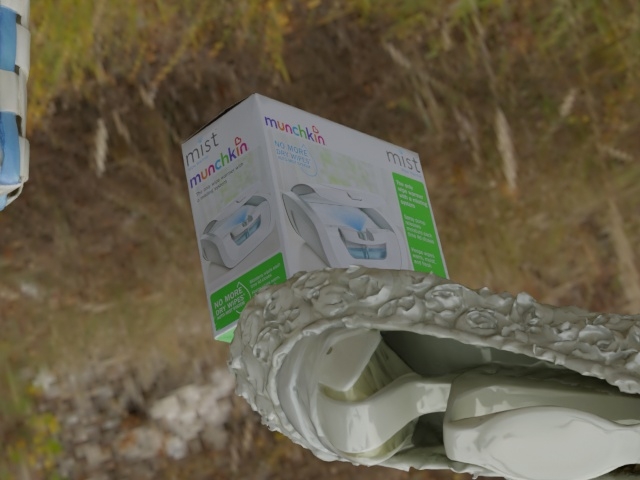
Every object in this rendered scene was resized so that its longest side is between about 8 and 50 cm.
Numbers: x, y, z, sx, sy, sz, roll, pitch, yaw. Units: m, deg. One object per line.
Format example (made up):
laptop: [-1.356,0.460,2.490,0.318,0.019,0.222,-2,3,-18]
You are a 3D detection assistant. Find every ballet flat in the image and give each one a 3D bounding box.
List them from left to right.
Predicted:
ballet flat: [0.087,0.099,1.057,0.408,0.147,0.147,2,165,31]

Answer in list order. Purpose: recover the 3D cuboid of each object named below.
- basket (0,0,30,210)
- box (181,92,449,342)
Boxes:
basket: [-0.320,-0.123,0.951,0.288,0.255,0.201,2,169,-17]
box: [0.000,0.000,1.673,0.126,0.231,0.262,-31,148,35]
